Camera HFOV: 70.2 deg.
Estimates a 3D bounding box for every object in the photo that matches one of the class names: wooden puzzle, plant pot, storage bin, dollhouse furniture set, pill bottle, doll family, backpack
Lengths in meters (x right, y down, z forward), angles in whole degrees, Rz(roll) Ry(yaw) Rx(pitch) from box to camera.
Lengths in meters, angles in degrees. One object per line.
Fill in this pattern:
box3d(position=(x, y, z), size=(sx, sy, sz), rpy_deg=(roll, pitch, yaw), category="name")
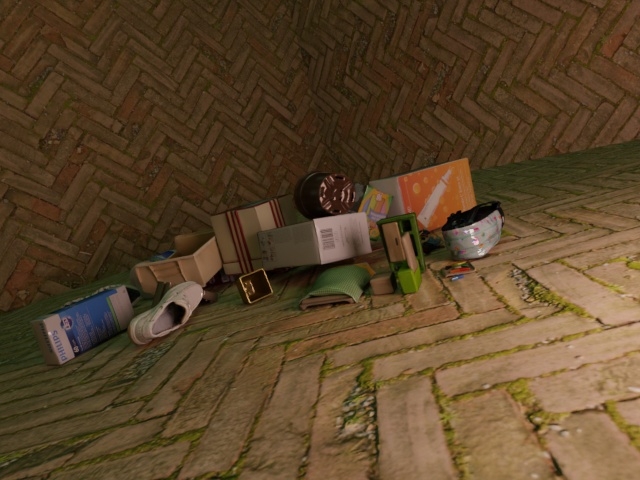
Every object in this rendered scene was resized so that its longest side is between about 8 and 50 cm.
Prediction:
box3d(position=(0.322, 0.067, 1.070), size=(0.078, 0.014, 0.116), rpy_deg=(-16, 9, 1), category="wooden puzzle")
box3d(position=(-0.204, 0.138, 1.336), size=(0.081, 0.081, 0.083), rpy_deg=(-22, -1, -35), category="plant pot")
box3d(position=(-0.482, 0.070, 1.640), size=(0.260, 0.123, 0.262), rpy_deg=(-10, 21, 19), category="storage bin")
box3d(position=(0.091, 0.050, 1.126), size=(0.301, 0.152, 0.197), rpy_deg=(-12, 10, 23), category="dollhouse furniture set")
box3d(position=(-0.641, 0.127, 1.894), size=(0.152, 0.153, 0.272), rpy_deg=(-12, 11, 23), category="pill bottle")
box3d(position=(0.274, 0.001, 1.366), size=(0.192, 0.076, 0.111), rpy_deg=(-7, 7, 29), category="doll family")
box3d(position=(0.021, -0.144, 1.428), size=(0.166, 0.167, 0.165), rpy_deg=(-19, 10, -21), category="plant pot")
box3d(position=(0.394, -0.024, 1.183), size=(0.151, 0.115, 0.182), rpy_deg=(-23, 3, 40), category="backpack")
box3d(position=(-0.437, 0.210, 1.446), size=(0.151, 0.123, 0.144), rpy_deg=(21, -15, -35), category="dollhouse furniture set")

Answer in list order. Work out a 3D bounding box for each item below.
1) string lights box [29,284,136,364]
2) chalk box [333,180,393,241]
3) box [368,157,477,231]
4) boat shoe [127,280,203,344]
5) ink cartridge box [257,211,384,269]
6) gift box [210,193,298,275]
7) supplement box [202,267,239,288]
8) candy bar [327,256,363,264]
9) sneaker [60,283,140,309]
box3d(position=(-0.678, 0.240, 1.328), size=(0.076, 0.134, 0.259), rpy_deg=(-9, 11, 32), category="string lights box")
box3d(position=(0.129, -0.079, 1.542), size=(0.132, 0.213, 0.132), rpy_deg=(17, 6, -36), category="chalk box")
box3d(position=(0.377, -0.155, 1.653), size=(0.345, 0.215, 0.168), rpy_deg=(-19, 9, -28), category="box")
box3d(position=(-0.400, 0.197, 1.264), size=(0.096, 0.098, 0.277), rpy_deg=(-10, 20, 27), category="boat shoe")
box3d(position=(0.000, 0.000, 1.425), size=(0.271, 0.130, 0.309), rpy_deg=(-10, 1, -39), category="ink cartridge box")
box3d(position=(-0.198, -0.014, 1.646), size=(0.255, 0.258, 0.276), rpy_deg=(-7, 12, 37), category="gift box")
box3d(position=(-0.436, 0.135, 1.746), size=(0.239, 0.073, 0.130), rpy_deg=(-14, 10, 6), category="supplement box")
box3d(position=(0.070, 0.065, 1.492), size=(0.161, 0.018, 0.040), rpy_deg=(-5, 14, 46), category="candy bar")
box3d(position=(-0.824, 0.235, 1.731), size=(0.291, 0.110, 0.118), rpy_deg=(-16, 0, -3), category="sneaker")
